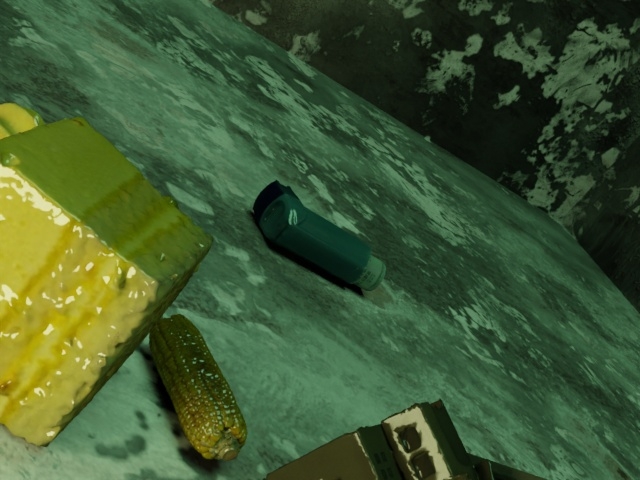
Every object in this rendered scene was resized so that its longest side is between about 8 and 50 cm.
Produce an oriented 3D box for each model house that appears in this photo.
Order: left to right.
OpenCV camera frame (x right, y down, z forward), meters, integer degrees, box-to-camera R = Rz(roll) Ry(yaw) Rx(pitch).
[{"bbox_3d":[0.101,0.319,1.027,0.211,0.204,0.243,8,53,-60],"label":"model house"}]

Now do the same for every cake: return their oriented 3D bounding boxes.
[{"bbox_3d":[-0.287,0.008,0.933,0.286,0.222,0.227,38,17,-3],"label":"cake"}]

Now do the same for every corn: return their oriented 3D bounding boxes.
[{"bbox_3d":[-0.142,0.164,1.078,0.068,0.068,0.207,19,28,-46],"label":"corn"}]

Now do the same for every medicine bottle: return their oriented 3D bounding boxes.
[{"bbox_3d":[0.000,0.000,1.696,0.258,0.079,0.124,31,20,-24],"label":"medicine bottle"}]

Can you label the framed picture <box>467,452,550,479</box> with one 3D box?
[{"bbox_3d":[0.296,0.368,1.146,0.240,0.020,0.324,7,-38,50],"label":"framed picture"}]
